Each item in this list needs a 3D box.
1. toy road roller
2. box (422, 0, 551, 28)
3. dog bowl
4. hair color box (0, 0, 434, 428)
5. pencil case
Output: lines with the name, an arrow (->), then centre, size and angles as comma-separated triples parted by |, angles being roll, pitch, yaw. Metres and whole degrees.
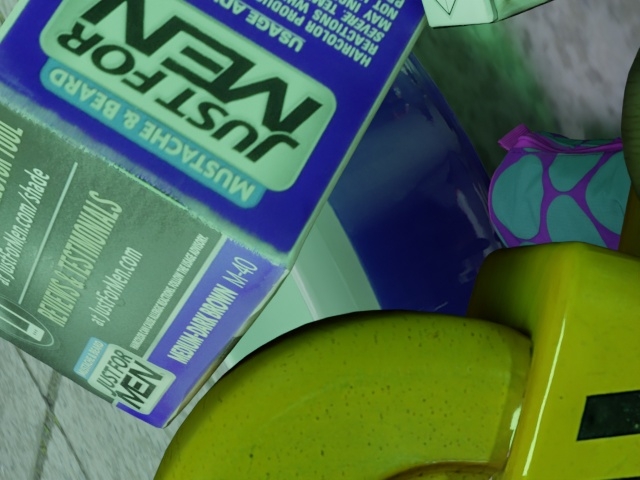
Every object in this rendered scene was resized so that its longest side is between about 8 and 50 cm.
toy road roller -> 0.078, 0.048, 0.586 | 0.202, 0.240, 0.329 | 168, 116, -85
box -> 0.107, -0.147, 0.540 | 0.036, 0.207, 0.114 | 10, 121, 64
dog bowl -> 0.000, 0.000, 0.966 | 0.265, 0.104, 0.265 | 56, 165, 24
hair color box -> 0.001, -0.120, 0.642 | 0.110, 0.339, 0.185 | 32, 156, -3
pencil case -> 0.130, -0.022, 0.796 | 0.070, 0.064, 0.151 | 57, 159, -11
